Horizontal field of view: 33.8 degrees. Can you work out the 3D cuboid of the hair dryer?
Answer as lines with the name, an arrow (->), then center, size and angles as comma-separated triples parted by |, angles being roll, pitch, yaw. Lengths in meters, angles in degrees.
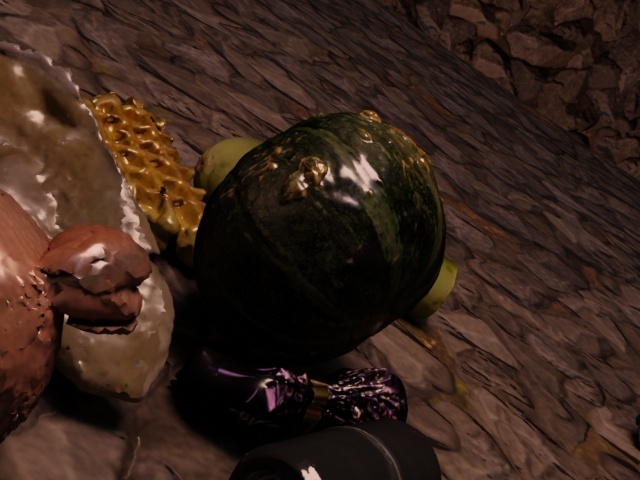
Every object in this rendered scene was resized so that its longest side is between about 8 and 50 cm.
hair dryer -> 0.048, 0.195, 0.559 | 0.124, 0.071, 0.219 | -2, 50, -55

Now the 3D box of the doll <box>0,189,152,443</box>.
doll -> -0.202, 0.087, 0.342 | 0.201, 0.156, 0.303 | 2, 30, 29

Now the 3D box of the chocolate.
chocolate -> -0.017, 0.103, 0.661 | 0.147, 0.072, 0.070 | 7, 74, -35

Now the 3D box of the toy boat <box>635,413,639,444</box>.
toy boat -> 0.345, 0.193, 0.985 | 0.102, 0.088, 0.215 | 6, 6, 31

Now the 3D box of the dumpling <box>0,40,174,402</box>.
dumpling -> -0.216, -0.038, 0.626 | 0.332, 0.086, 0.166 | 34, 53, -2

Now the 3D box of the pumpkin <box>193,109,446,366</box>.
pumpkin -> 0.000, 0.001, 0.709 | 0.146, 0.190, 0.190 | 57, 24, 5

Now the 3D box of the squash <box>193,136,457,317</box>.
squash -> 0.002, -0.012, 0.907 | 0.250, 0.083, 0.083 | 29, 21, -23

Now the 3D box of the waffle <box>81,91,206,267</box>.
waffle -> -0.137, -0.056, 0.835 | 0.160, 0.046, 0.192 | 30, 21, -4
